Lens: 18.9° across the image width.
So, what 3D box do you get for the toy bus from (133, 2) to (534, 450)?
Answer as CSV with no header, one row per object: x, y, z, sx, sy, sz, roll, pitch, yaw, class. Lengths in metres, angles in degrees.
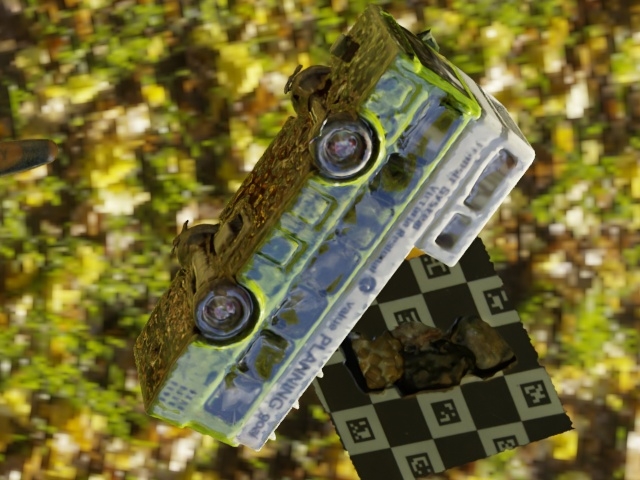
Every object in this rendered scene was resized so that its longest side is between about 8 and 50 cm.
0.000,0.000,1.285,0.139,0.113,0.302,30,108,-23,toy bus

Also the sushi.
0.096,0.101,1.653,0.192,0.215,0.050,63,31,-10,sushi

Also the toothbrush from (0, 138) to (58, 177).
-0.311,-0.032,1.270,0.031,0.321,0.023,14,68,-67,toothbrush
